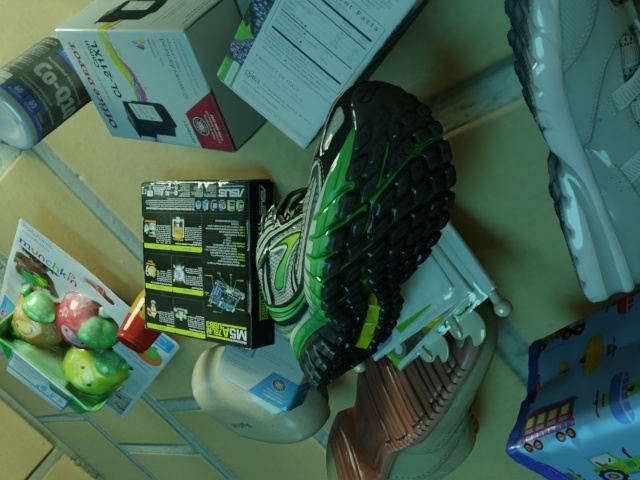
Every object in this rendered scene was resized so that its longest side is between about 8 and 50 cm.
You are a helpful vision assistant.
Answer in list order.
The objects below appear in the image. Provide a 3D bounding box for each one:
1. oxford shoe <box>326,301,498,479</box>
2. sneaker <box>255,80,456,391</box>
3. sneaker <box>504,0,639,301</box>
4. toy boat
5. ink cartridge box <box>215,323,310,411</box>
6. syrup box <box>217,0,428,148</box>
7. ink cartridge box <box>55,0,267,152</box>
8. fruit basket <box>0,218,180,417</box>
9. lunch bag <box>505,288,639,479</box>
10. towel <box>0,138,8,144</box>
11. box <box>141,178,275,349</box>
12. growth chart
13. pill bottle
[{"bbox_3d":[0.122,0.189,0.823,0.146,0.141,0.397,0,140,-21],"label":"oxford shoe"},{"bbox_3d":[0.000,0.000,0.590,0.146,0.134,0.344,46,149,20],"label":"sneaker"},{"bbox_3d":[0.194,-0.094,0.453,0.115,0.105,0.281,-16,122,15],"label":"sneaker"},{"bbox_3d":[-0.121,0.157,0.981,0.318,0.148,0.267,41,151,-18],"label":"toy boat"},{"bbox_3d":[-0.038,0.096,0.833,0.104,0.180,0.060,25,-177,18],"label":"ink cartridge box"},{"bbox_3d":[0.022,-0.176,0.485,0.096,0.093,0.237,40,146,-2],"label":"syrup box"},{"bbox_3d":[-0.149,-0.161,0.674,0.175,0.072,0.127,11,138,33],"label":"ink cartridge box"},{"bbox_3d":[-0.430,0.161,1.227,0.327,0.165,0.353,40,142,-3],"label":"fruit basket"},{"bbox_3d":[0.332,0.172,0.537,0.293,0.138,0.221,43,132,-8],"label":"lunch bag"},{"bbox_3d":[-0.501,-0.199,0.987,0.148,0.027,0.110,28,144,14],"label":"towel"},{"bbox_3d":[-0.134,0.022,0.813,0.190,0.045,0.184,2,97,40],"label":"box"},{"bbox_3d":[0.068,0.049,0.699,0.237,0.021,0.172,-37,79,47],"label":"growth chart"},{"bbox_3d":[-0.281,-0.164,0.733,0.078,0.137,0.078,25,145,19],"label":"pill bottle"}]
